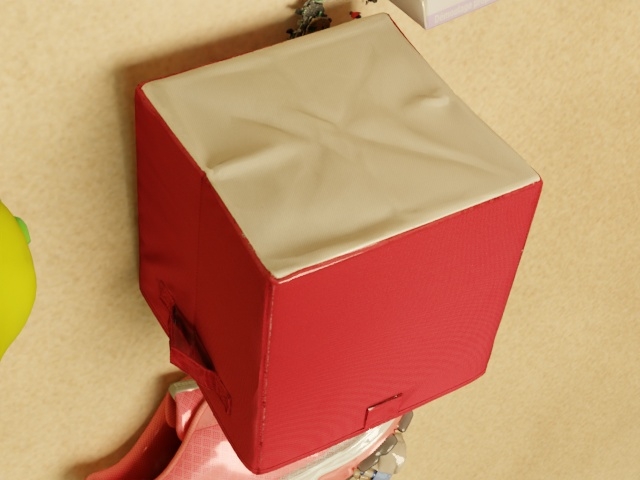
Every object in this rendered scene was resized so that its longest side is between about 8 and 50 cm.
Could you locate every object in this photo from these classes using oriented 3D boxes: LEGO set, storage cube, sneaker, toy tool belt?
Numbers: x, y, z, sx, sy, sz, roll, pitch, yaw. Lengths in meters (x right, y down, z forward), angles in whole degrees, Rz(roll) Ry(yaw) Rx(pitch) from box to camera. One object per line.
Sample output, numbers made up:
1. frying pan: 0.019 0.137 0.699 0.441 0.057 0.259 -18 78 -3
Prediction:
1. LEGO set: 0.002 -0.150 0.828 0.083 0.023 0.054 -33 141 -30
2. storage cube: 0.000 0.000 0.801 0.215 0.184 0.193 -19 142 -23
3. sneaker: -0.048 0.141 0.958 0.314 0.116 0.136 -42 116 -11
4. toy tool belt: 0.038 0.204 1.126 0.051 0.052 0.083 27 104 -14

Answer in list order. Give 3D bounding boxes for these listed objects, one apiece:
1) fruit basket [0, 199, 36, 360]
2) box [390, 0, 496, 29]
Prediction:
1. fruit basket: -0.291 0.074 0.599 0.392 0.392 0.283 -41 139 -2
2. box: 0.188 -0.239 0.858 0.324 0.067 0.063 -25 135 -19
